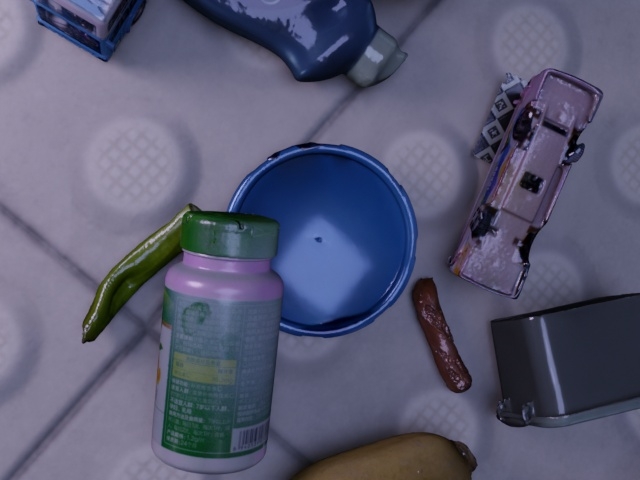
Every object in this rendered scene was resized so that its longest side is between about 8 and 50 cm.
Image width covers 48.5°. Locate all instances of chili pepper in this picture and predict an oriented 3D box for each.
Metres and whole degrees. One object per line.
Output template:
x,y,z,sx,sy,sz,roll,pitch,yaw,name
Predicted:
-0.210,0.035,0.827,0.050,0.052,0.202,41,80,17,chili pepper

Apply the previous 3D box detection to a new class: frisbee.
0.000,0.000,0.877,0.242,0.045,0.242,-1,97,-5,frisbee

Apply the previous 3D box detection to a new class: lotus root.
0.057,0.319,0.844,0.303,0.131,0.146,-17,92,-13,lotus root

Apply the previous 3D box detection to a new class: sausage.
0.155,0.124,0.921,0.036,0.042,0.158,-20,92,25,sausage

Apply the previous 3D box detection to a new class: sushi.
0.278,-0.144,0.955,0.126,0.026,0.120,24,92,-5,sushi

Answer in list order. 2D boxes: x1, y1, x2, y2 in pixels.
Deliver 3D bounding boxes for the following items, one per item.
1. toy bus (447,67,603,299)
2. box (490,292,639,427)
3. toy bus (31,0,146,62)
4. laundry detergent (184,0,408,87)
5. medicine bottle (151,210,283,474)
0.247,-0.070,0.888,0.090,0.112,0.274,23,92,-4,toy bus
0.340,0.147,0.907,0.243,0.163,0.135,-9,82,-12,box
-0.206,-0.358,0.792,0.106,0.131,0.297,30,82,-11,toy bus
-0.028,-0.279,0.852,0.289,0.094,0.143,33,79,-10,laundry detergent
-0.111,0.106,0.790,0.133,0.133,0.274,6,96,-13,medicine bottle
